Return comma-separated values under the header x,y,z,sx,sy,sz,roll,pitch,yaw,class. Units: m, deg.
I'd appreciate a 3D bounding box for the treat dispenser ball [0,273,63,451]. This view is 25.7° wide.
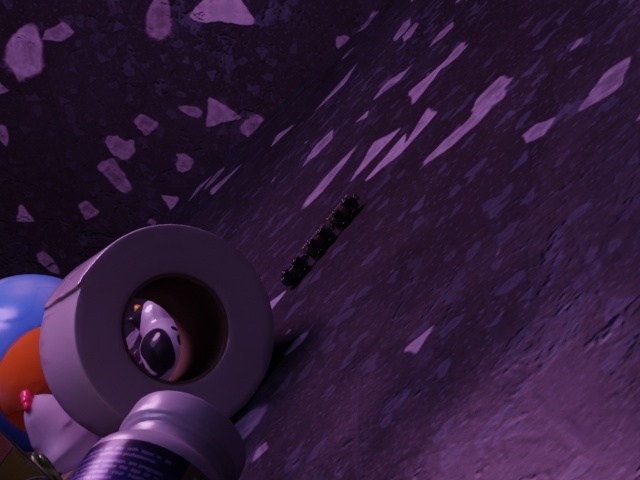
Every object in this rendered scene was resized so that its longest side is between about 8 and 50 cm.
x,y,z,sx,sy,sz,roll,pitch,yaw,class
-0.472,0.199,2.290,0.288,0.288,0.288,-45,11,12,treat dispenser ball

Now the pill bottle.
x,y,z,sx,sy,sz,roll,pitch,yaw,class
-0.173,0.269,1.277,0.153,0.153,0.265,-38,15,40,pill bottle

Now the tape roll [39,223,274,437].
x,y,z,sx,sy,sz,roll,pitch,yaw,class
-0.197,0.115,1.671,0.246,0.246,0.169,-52,11,-24,tape roll

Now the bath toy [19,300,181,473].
x,y,z,sx,sy,sz,roll,pitch,yaw,class
-0.278,0.178,1.955,0.348,0.129,0.151,-39,12,7,bath toy

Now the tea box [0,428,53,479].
x,y,z,sx,sy,sz,roll,pitch,yaw,class
-0.438,0.338,1.431,0.220,0.323,0.329,20,65,37,tea box

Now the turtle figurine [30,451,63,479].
x,y,z,sx,sy,sz,roll,pitch,yaw,class
-0.417,0.371,1.738,0.266,0.198,0.274,-42,14,-1,turtle figurine

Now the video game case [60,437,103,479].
x,y,z,sx,sy,sz,roll,pitch,yaw,class
-0.324,0.326,1.987,0.212,0.023,0.193,-48,11,3,video game case

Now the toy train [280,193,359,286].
x,y,z,sx,sy,sz,roll,pitch,yaw,class
0.000,0.000,1.895,0.158,0.027,0.036,-50,1,-11,toy train
